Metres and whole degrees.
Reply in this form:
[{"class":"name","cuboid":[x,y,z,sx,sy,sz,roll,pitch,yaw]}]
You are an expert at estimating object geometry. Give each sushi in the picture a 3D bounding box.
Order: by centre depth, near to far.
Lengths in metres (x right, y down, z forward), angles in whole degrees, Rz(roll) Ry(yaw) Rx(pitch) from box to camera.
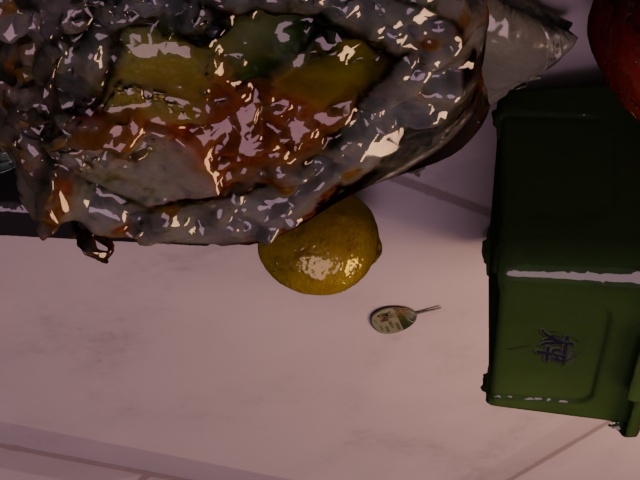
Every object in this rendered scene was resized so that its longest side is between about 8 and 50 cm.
[{"class":"sushi","cuboid":[-0.062,-0.145,1.028,0.418,0.175,0.417,-11,150,-6]}]

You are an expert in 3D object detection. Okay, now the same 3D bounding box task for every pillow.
[{"class":"pillow","cuboid":[0.097,-0.140,1.252,0.148,0.050,0.230,25,133,-27]}]

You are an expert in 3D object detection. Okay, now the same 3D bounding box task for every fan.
[{"class":"fan","cuboid":[0.090,0.085,1.624,0.080,0.003,0.060,-33,140,33]}]

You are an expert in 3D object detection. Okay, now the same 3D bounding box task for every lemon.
[{"class":"lemon","cuboid":[0.000,0.000,1.382,0.133,0.109,0.109,15,140,-20]}]

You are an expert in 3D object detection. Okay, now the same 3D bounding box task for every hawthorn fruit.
[{"class":"hawthorn fruit","cuboid":[0.286,-0.174,1.166,0.172,0.148,0.148,33,129,-30]}]

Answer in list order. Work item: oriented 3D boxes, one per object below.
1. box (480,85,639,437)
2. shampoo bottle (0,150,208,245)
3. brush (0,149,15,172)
[{"class":"box","cuboid":[0.240,0.013,1.353,0.178,0.252,0.328,4,146,4]},{"class":"shampoo bottle","cuboid":[-0.173,-0.050,1.273,0.310,0.098,0.071,3,148,-18]},{"class":"brush","cuboid":[-0.180,-0.127,1.196,0.218,0.082,0.010,-17,-176,1]}]
